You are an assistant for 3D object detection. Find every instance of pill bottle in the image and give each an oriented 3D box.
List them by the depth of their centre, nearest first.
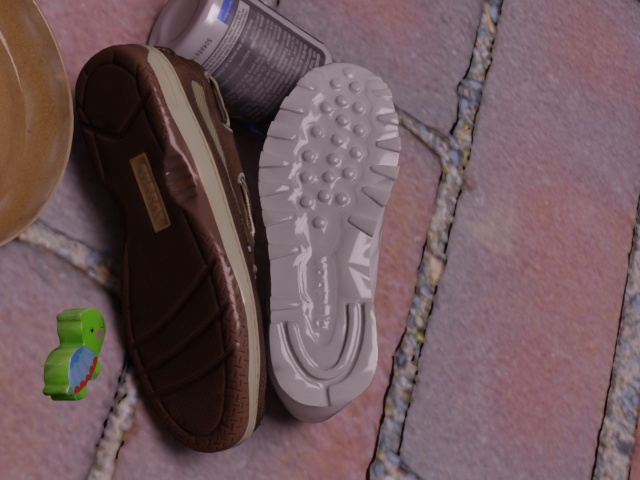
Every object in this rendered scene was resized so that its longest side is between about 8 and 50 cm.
[{"bbox_3d":[-0.041,-0.116,1.252,0.137,0.078,0.078,32,52,-27],"label":"pill bottle"}]

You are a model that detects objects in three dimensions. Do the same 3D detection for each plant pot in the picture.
[{"bbox_3d":[-0.253,-0.094,1.085,0.236,0.032,0.236,18,60,-35],"label":"plant pot"}]

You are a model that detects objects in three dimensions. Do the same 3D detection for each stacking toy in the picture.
[{"bbox_3d":[-0.222,0.105,0.919,0.221,0.167,0.052,-58,134,-41],"label":"stacking toy"}]

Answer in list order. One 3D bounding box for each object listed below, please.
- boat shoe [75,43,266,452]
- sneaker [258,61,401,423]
[{"bbox_3d":[-0.071,0.000,1.158,0.095,0.095,0.257,-7,83,-55],"label":"boat shoe"},{"bbox_3d":[0.000,0.000,1.206,0.090,0.095,0.235,8,75,0],"label":"sneaker"}]
